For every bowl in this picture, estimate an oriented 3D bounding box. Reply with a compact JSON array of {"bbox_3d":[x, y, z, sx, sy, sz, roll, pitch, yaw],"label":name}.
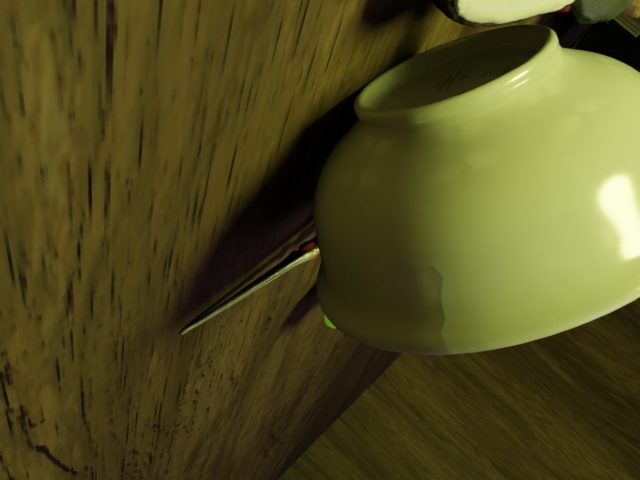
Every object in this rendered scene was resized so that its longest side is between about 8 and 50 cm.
[{"bbox_3d":[0.111,-0.062,0.573,0.298,0.134,0.298,-20,-156,9],"label":"bowl"}]

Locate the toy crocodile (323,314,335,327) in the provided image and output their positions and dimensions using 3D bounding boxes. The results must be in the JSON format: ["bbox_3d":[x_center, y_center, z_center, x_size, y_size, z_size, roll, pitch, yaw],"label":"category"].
[{"bbox_3d":[0.130,-0.024,0.921,0.340,0.105,0.115,-47,167,0],"label":"toy crocodile"}]

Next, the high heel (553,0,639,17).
[{"bbox_3d":[0.211,-0.243,0.711,0.244,0.117,0.082,-66,171,-57],"label":"high heel"}]

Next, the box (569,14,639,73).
[{"bbox_3d":[0.383,-0.257,0.907,0.184,0.103,0.261,-49,173,-7],"label":"box"}]

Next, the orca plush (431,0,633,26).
[{"bbox_3d":[0.165,-0.244,0.511,0.287,0.102,0.151,-50,125,3],"label":"orca plush"}]

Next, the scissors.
[{"bbox_3d":[0.000,0.000,0.737,0.297,0.021,0.109,-29,-156,-11],"label":"scissors"}]
